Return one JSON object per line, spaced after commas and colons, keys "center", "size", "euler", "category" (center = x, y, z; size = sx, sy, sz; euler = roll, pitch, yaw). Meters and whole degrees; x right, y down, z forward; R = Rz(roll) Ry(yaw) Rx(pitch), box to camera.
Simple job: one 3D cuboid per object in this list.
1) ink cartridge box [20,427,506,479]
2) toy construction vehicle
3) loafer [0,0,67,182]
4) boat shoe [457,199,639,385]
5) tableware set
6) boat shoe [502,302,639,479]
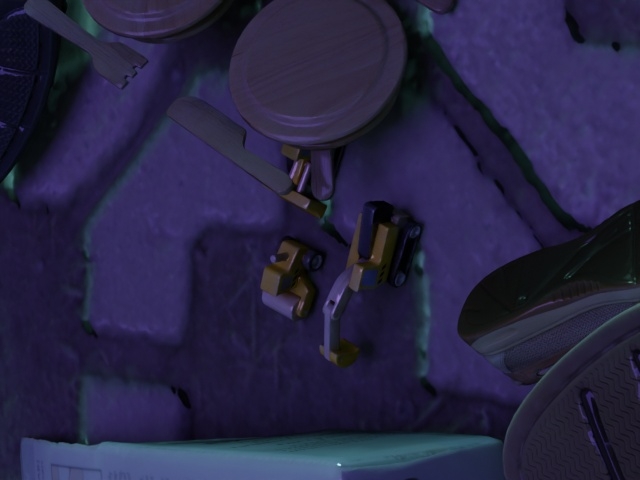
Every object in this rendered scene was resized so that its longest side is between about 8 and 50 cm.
{"center": [-0.035, 0.247, 0.975], "size": [0.385, 0.091, 0.308], "euler": [-6, 88, 62], "category": "ink cartridge box"}
{"center": [0.000, 0.000, 0.951], "size": [0.086, 0.035, 0.098], "euler": [32, 113, 36], "category": "toy construction vehicle"}
{"center": [-0.168, -0.151, 1.073], "size": [0.096, 0.084, 0.267], "euler": [19, 121, 12], "category": "loafer"}
{"center": [0.128, 0.023, 0.836], "size": [0.153, 0.048, 0.056], "euler": [-25, 31, 36], "category": "boat shoe"}
{"center": [-0.037, -0.103, 0.961], "size": [0.194, 0.039, 0.128], "euler": [36, 80, 29], "category": "tableware set"}
{"center": [0.201, 0.034, 0.730], "size": [0.302, 0.103, 0.113], "euler": [-34, 83, 37], "category": "boat shoe"}
